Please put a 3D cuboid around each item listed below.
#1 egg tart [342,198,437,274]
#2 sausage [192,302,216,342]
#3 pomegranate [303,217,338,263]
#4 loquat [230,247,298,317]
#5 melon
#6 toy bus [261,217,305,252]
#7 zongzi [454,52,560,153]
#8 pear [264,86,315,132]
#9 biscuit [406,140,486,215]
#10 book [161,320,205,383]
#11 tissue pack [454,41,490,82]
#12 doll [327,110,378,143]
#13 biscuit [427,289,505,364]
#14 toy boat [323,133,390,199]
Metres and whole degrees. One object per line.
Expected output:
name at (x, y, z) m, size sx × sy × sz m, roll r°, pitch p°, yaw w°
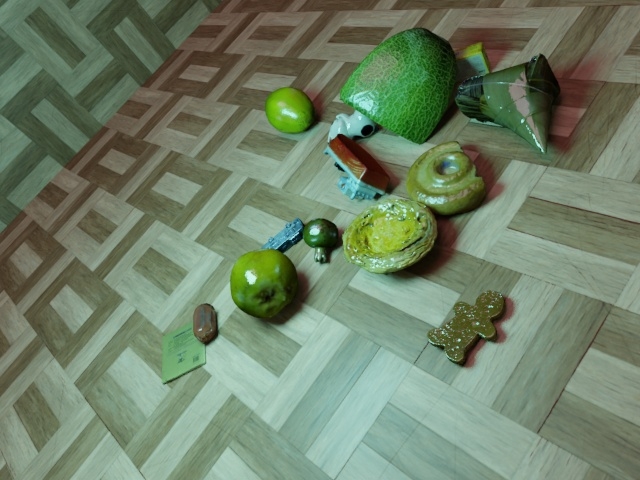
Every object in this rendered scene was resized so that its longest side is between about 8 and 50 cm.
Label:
egg tart at (0.199, 0.003, 1.621) m, size 0.291 × 0.107 × 0.290 m, roll -18°, pitch 42°, yaw 17°
sausage at (-0.373, 0.263, 1.829) m, size 0.076 × 0.076 × 0.141 m, roll -29°, pitch 44°, yaw 12°
pomegranate at (0.000, 0.000, 1.768) m, size 0.115 × 0.115 × 0.142 m, roll -5°, pitch 75°, yaw 33°
loquat at (-0.179, 0.118, 1.727) m, size 0.213 × 0.213 × 0.246 m, roll -37°, pitch 31°, yaw 3°
melon at (0.286, -0.535, 1.882) m, size 0.331 × 0.226 × 0.343 m, roll 31°, pitch 105°, yaw 11°
toy bus at (-0.119, -0.003, 1.897) m, size 0.166 × 0.047 × 0.065 m, roll -40°, pitch 46°, yaw 2°
zongzi at (0.532, -0.363, 1.673) m, size 0.290 × 0.154 × 0.317 m, roll -9°, pitch 55°, yaw 40°
pear at (-0.111, -0.509, 2.247) m, size 0.220 × 0.187 × 0.187 m, roll 26°, pitch 71°, yaw 32°
biscuit at (0.356, -0.178, 1.672) m, size 0.213 × 0.091 × 0.274 m, roll -31°, pitch 44°, yaw 7°
book at (-0.445, 0.353, 1.846) m, size 0.168 × 0.013 × 0.192 m, roll -28°, pitch 42°, yaw 13°
tissue pack at (0.481, -0.601, 1.948) m, size 0.176 × 0.095 × 0.062 m, roll -10°, pitch 49°, yaw 31°
doll at (0.113, -0.409, 2.040) m, size 0.181 × 0.110 × 0.106 m, roll -16°, pitch 86°, yaw 23°
biscuit at (0.365, 0.203, 1.373) m, size 0.205 × 0.031 × 0.138 m, roll -44°, pitch 42°, yaw -5°
toy boat at (0.097, -0.242, 1.892) m, size 0.133 × 0.145 × 0.331 m, roll -59°, pitch 36°, yaw 21°
